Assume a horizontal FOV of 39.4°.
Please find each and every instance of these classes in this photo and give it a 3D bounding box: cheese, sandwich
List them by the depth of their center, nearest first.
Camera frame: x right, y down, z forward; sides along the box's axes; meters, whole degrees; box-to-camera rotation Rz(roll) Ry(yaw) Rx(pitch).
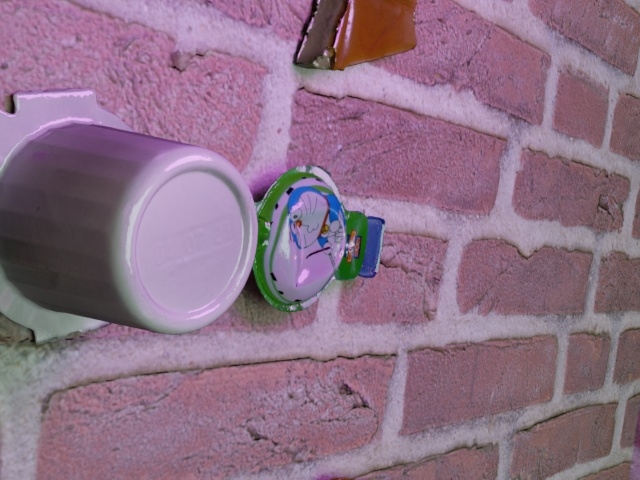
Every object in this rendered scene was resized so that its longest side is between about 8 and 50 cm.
[{"bbox_3d":[0.000,0.000,1.252,0.320,0.083,0.204,7,92,-52],"label":"cheese"},{"bbox_3d":[0.077,-0.320,1.302,0.212,0.063,0.245,29,75,-52],"label":"sandwich"}]

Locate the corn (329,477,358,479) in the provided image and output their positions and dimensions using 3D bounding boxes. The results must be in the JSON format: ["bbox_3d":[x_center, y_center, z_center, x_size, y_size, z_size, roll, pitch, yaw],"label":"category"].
[{"bbox_3d":[0.068,0.430,1.437,0.238,0.080,0.080,38,67,-52],"label":"corn"}]

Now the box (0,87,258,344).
[{"bbox_3d":[-0.200,-0.030,0.885,0.262,0.206,0.291,-59,138,-25],"label":"box"}]
